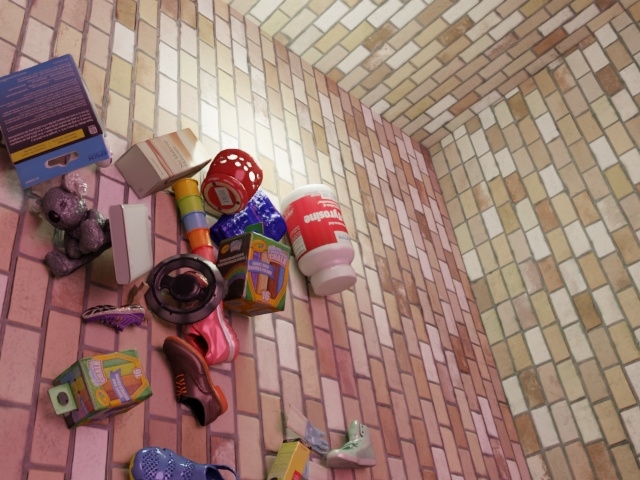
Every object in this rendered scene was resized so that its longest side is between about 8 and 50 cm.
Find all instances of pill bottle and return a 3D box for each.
[{"bbox_3d":[0.000,0.000,2.506,0.229,0.229,0.407,12,52,-49],"label":"pill bottle"}]

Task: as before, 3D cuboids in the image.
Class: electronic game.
[{"bbox_3d":[-0.405,0.142,1.892,0.230,0.048,0.229,3,61,-5],"label":"electronic game"}]

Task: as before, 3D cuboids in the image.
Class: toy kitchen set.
[{"bbox_3d":[-0.507,0.167,1.824,0.075,0.083,0.068,35,-5,-30],"label":"toy kitchen set"}]

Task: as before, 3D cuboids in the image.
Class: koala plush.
[{"bbox_3d":[-0.666,-0.054,1.714,0.221,0.196,0.203,52,20,-5],"label":"koala plush"}]

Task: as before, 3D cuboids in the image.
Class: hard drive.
[{"bbox_3d":[-0.519,0.000,1.758,0.307,0.040,0.202,-139,-136,-84],"label":"hard drive"}]

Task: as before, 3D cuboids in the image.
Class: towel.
[{"bbox_3d":[-0.249,-0.041,2.300,0.227,0.076,0.308,51,42,-14],"label":"towel"}]

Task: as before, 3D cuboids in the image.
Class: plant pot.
[{"bbox_3d":[-0.316,-0.200,2.216,0.191,0.191,0.174,44,41,-18],"label":"plant pot"}]

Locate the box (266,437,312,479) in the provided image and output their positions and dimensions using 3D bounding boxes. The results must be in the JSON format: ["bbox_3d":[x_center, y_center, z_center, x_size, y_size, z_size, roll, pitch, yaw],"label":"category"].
[{"bbox_3d":[-0.105,0.682,1.812,0.058,0.087,0.232,44,47,-21],"label":"box"}]

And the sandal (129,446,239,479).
[{"bbox_3d":[-0.328,0.593,1.600,0.317,0.138,0.126,31,41,-32],"label":"sandal"}]

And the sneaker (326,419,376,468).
[{"bbox_3d":[0.092,0.678,2.123,0.256,0.094,0.151,30,44,-52],"label":"sneaker"}]

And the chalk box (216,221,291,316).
[{"bbox_3d":[-0.224,0.085,2.095,0.179,0.180,0.288,25,62,-40],"label":"chalk box"}]

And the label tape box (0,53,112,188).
[{"bbox_3d":[-0.748,-0.319,1.777,0.115,0.249,0.347,107,-41,-74],"label":"label tape box"}]

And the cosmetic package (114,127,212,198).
[{"bbox_3d":[-0.523,-0.266,2.142,0.153,0.129,0.296,55,32,-4],"label":"cosmetic package"}]

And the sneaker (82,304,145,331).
[{"bbox_3d":[-0.555,0.212,1.715,0.170,0.068,0.071,4,93,-38],"label":"sneaker"}]

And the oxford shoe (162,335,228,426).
[{"bbox_3d":[-0.366,0.392,1.777,0.271,0.097,0.098,55,37,-1],"label":"oxford shoe"}]

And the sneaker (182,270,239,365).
[{"bbox_3d":[-0.359,0.232,1.914,0.136,0.116,0.313,-11,69,-53],"label":"sneaker"}]

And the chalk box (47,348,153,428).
[{"bbox_3d":[-0.543,0.359,1.528,0.213,0.132,0.132,-3,63,-55],"label":"chalk box"}]

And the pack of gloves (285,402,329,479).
[{"bbox_3d":[-0.056,0.661,2.008,0.232,0.046,0.195,49,31,-31],"label":"pack of gloves"}]

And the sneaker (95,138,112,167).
[{"bbox_3d":[-0.747,-0.302,1.908,0.235,0.094,0.153,55,33,0],"label":"sneaker"}]

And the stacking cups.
[{"bbox_3d":[-0.419,-0.054,2.120,0.096,0.096,0.316,11,53,-49],"label":"stacking cups"}]
